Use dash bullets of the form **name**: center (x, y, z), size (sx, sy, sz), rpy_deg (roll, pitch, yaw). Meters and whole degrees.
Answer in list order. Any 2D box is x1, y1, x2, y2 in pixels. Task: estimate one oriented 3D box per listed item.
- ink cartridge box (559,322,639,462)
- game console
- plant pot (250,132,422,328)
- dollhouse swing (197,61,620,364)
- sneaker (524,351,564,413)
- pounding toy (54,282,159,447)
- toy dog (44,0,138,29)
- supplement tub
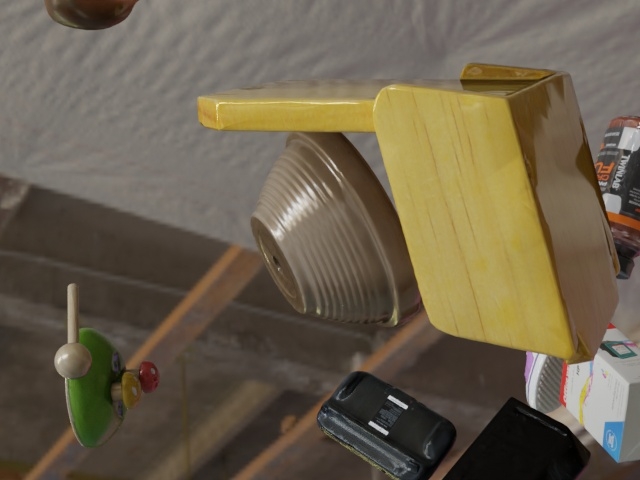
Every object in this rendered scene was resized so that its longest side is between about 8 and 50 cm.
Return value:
- **ink cartridge box**: center (0.426, 0.213, 1.836), size (0.078, 0.231, 0.134), rpy_deg (-5, -67, -16)
- **game console**: center (0.150, 0.265, 1.589), size (0.213, 0.361, 0.044), rpy_deg (-46, -43, -19)
- **plant pot**: center (0.000, 0.000, 1.296), size (0.110, 0.237, 0.237), rpy_deg (-27, -33, -14)
- **dollhouse swing**: center (0.093, -0.034, 1.198), size (0.305, 0.315, 0.347), rpy_deg (-13, 7, 21)
- **sneaker**: center (0.381, 0.145, 2.114), size (0.102, 0.161, 0.282), rpy_deg (6, -80, -33)
- **pounding toy**: center (-0.310, 0.199, 1.847), size (0.110, 0.183, 0.237), rpy_deg (-6, -49, 5)
- **toy dog**: center (-0.094, -0.330, 1.177), size (0.408, 0.395, 0.284), rpy_deg (-8, -45, 2)
- **supplement tub**: center (0.392, -0.053, 1.577), size (0.106, 0.198, 0.106), rpy_deg (19, -8, 3)
